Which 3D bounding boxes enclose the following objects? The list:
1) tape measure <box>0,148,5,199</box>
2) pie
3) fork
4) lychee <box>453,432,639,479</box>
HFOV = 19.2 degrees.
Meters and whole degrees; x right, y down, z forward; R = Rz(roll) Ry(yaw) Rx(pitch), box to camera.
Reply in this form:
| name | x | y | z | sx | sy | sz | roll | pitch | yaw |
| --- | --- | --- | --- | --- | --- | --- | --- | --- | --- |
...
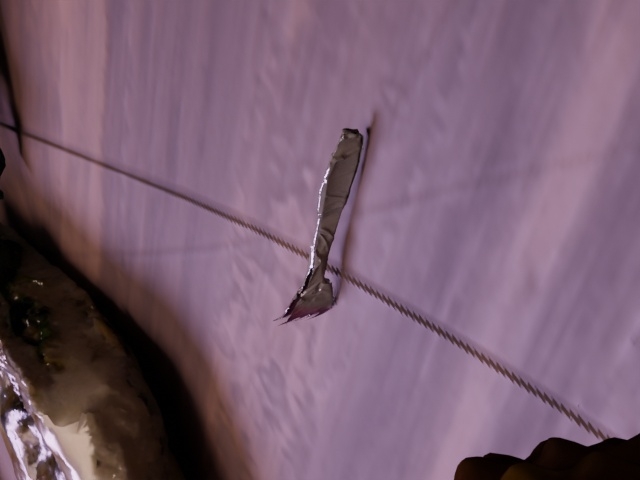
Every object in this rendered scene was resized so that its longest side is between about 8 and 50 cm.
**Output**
| name | x | y | z | sx | sy | sz | roll | pitch | yaw |
| --- | --- | --- | --- | --- | --- | --- | --- | --- | --- |
| tape measure | -0.212 | -0.137 | 0.766 | 0.235 | 0.115 | 0.207 | 54 | 161 | 15 |
| pie | -0.109 | 0.092 | 0.854 | 0.218 | 0.052 | 0.185 | 38 | 150 | 51 |
| fork | 0.000 | 0.001 | 0.567 | 0.012 | 0.016 | 0.115 | 63 | 157 | 24 |
| lychee | 0.073 | 0.134 | 0.325 | 0.238 | 0.200 | 0.200 | -128 | 22 | -56 |
